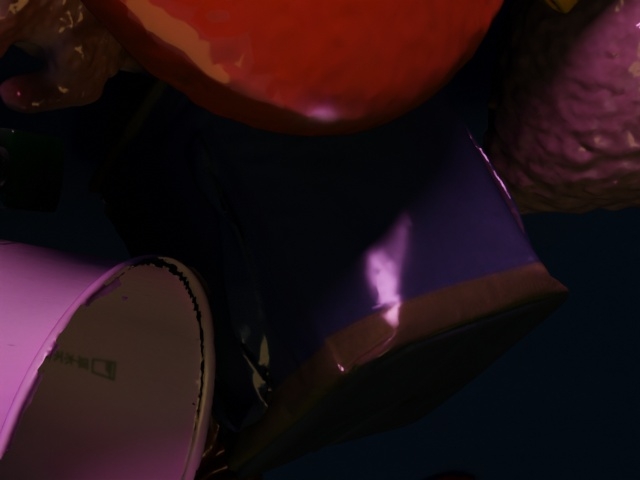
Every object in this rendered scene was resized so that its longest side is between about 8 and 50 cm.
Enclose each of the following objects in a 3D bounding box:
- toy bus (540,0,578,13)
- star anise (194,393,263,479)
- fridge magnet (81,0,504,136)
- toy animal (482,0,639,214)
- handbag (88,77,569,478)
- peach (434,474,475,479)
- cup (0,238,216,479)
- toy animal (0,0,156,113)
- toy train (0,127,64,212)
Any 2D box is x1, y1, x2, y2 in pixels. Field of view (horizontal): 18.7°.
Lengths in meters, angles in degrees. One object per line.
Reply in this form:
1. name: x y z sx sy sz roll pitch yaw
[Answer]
1. toy bus: 0.174 -0.259 1.233 0.330 0.152 0.144 -36 142 8
2. star anise: -0.114 0.169 1.571 0.220 0.099 0.214 -53 155 5
3. fridge magnet: -0.032 -0.230 1.029 0.364 0.363 0.155 15 160 -41
4. toy animal: 0.244 -0.147 1.370 0.358 0.188 0.226 -38 130 11
5. handbag: 0.000 0.000 1.283 0.222 0.241 0.263 -17 163 -31
6. peach: 0.117 0.261 1.844 0.083 0.050 0.077 -9 138 -29
7. cup: -0.231 0.096 1.149 0.253 0.274 0.253 -51 149 -46
8. toy animal: -0.142 -0.174 1.178 0.184 0.104 0.185 0 128 -29
9. toy train: -0.254 -0.052 1.200 0.105 0.178 0.071 5 92 -62
